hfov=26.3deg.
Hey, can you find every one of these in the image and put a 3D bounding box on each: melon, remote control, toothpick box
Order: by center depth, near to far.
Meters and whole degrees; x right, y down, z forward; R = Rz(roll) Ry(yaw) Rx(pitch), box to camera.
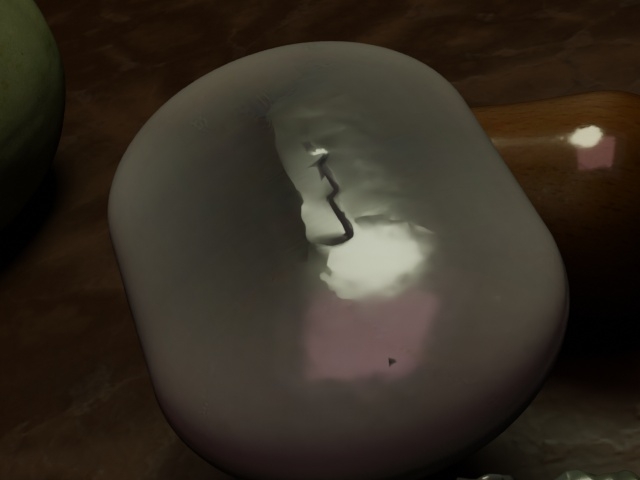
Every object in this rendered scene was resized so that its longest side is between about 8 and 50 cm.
[{"bbox_3d":[0.000,0.000,0.746,0.221,0.103,0.332,-22,42,-2],"label":"remote control"},{"bbox_3d":[0.084,-0.030,0.934,0.294,0.192,0.192,6,39,18],"label":"toothpick box"},{"bbox_3d":[-0.349,-0.115,1.160,0.272,0.271,0.308,6,33,28],"label":"melon"}]

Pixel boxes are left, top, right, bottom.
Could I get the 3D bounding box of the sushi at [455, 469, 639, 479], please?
[{"bbox_3d":[0.087,0.257,0.526,0.417,0.176,0.417,-11,32,7],"label":"sushi"}]
